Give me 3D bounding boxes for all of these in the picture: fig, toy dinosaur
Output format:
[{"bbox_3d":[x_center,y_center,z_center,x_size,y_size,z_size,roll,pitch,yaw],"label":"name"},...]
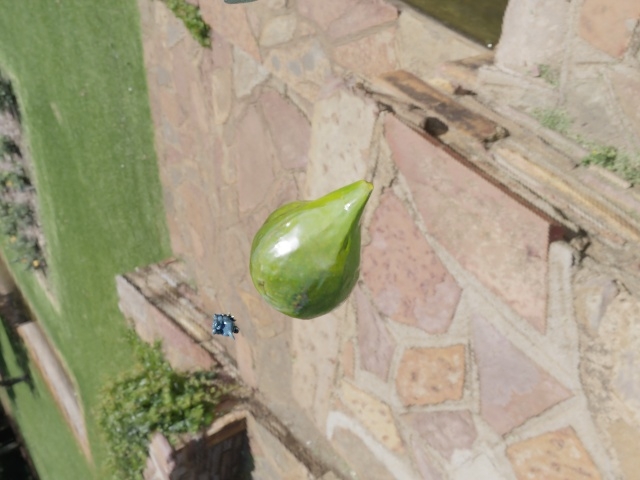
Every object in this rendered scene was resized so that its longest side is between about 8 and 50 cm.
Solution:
[{"bbox_3d":[0.000,0.000,1.114,0.275,0.206,0.206,-47,67,38],"label":"fig"},{"bbox_3d":[-0.174,0.156,1.209,0.083,0.047,0.031,-126,47,-70],"label":"toy dinosaur"}]

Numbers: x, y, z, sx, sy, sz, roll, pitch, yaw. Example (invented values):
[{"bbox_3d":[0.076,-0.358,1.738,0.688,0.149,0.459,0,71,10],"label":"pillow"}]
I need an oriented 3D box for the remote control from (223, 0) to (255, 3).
[{"bbox_3d":[-0.088,-0.376,0.709,0.044,0.073,0.229,26,126,31],"label":"remote control"}]
